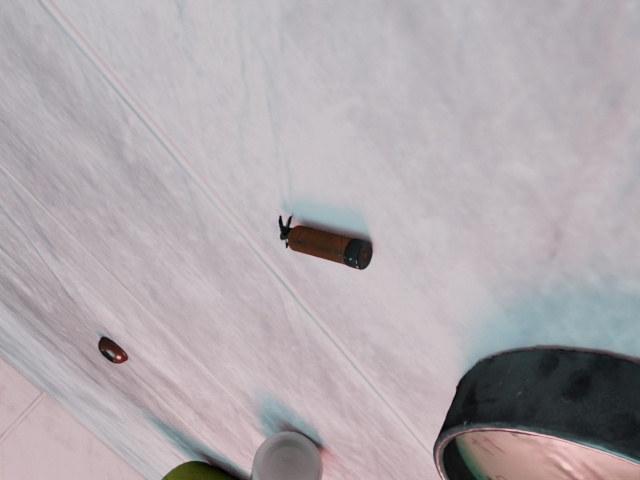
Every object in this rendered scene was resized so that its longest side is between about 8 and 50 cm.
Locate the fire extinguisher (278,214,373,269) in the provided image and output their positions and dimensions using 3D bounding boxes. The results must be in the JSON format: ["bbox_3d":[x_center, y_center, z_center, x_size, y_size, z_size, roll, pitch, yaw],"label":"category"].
[{"bbox_3d":[0.000,0.000,0.469,0.083,0.022,0.028,15,105,35],"label":"fire extinguisher"}]

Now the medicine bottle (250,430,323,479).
[{"bbox_3d":[-0.057,0.366,0.949,0.103,0.103,0.186,32,149,11],"label":"medicine bottle"}]

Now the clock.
[{"bbox_3d":[0.234,0.206,0.455,0.319,0.066,0.319,28,149,19],"label":"clock"}]

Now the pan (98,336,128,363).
[{"bbox_3d":[-0.411,0.230,1.221,0.068,0.023,0.115,31,149,10],"label":"pan"}]

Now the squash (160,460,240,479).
[{"bbox_3d":[-0.224,0.663,1.435,0.309,0.210,0.233,13,154,44],"label":"squash"}]
